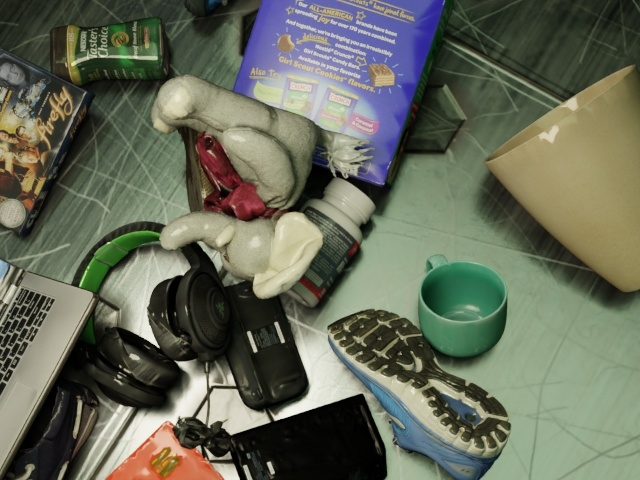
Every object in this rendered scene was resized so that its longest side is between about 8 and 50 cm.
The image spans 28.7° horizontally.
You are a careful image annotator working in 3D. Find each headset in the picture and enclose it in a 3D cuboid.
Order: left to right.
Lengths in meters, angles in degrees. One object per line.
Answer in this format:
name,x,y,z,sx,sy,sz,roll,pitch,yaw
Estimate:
headset,-0.238,0.142,1.783,0.243,0.185,0.394,-41,62,11

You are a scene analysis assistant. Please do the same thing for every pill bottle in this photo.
pill bottle,0.000,0.000,1.870,0.108,0.108,0.180,35,80,10

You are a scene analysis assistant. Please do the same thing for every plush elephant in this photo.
plush elephant,-0.110,-0.060,1.745,0.330,0.272,0.255,16,88,-17

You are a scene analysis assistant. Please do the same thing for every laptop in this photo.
laptop,-0.566,0.169,1.737,0.236,0.408,0.382,33,77,-32

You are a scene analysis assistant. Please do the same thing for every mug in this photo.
mug,0.210,0.099,1.837,0.129,0.097,0.158,5,42,11

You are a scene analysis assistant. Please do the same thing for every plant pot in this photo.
plant pot,0.420,-0.072,1.817,0.256,0.256,0.274,-34,93,-6

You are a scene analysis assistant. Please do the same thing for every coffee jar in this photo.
coffee jar,-0.335,-0.297,1.973,0.184,0.079,0.096,-5,76,2

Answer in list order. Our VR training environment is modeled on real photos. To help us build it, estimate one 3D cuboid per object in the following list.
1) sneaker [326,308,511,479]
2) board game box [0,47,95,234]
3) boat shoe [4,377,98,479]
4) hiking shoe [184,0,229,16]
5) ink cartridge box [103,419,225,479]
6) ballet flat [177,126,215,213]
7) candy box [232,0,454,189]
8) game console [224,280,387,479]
sneaker,0.121,0.228,1.792,0.129,0.147,0.330,-22,50,-34
board game box,-0.475,-0.153,1.931,0.165,0.042,0.243,27,94,9
boat shoe,-0.440,0.343,1.771,0.127,0.158,0.341,19,75,12
hiking shoe,-0.085,-0.454,1.983,0.132,0.113,0.304,43,82,12
ink cartridge box,-0.201,0.491,1.768,0.308,0.091,0.385,-44,79,-8
ballet flat,-0.179,-0.118,1.930,0.058,0.084,0.250,-3,71,-23
candy box,0.029,-0.269,1.896,0.268,0.122,0.317,19,93,7
game console,-0.052,0.217,1.838,0.213,0.044,0.361,-15,67,-17
